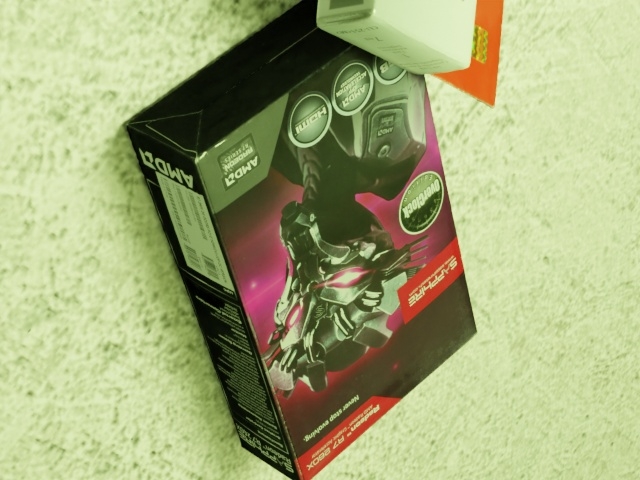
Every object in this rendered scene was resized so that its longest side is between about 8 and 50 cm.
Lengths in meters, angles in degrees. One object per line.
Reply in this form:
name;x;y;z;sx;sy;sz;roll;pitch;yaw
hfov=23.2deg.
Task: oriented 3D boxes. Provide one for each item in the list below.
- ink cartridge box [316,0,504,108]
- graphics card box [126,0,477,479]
ink cartridge box;0.102;-0.260;1.190;0.239;0.060;0.275;17;75;-49
graphics card box;0.000;0.000;1.286;0.233;0.094;0.370;-37;133;-26
